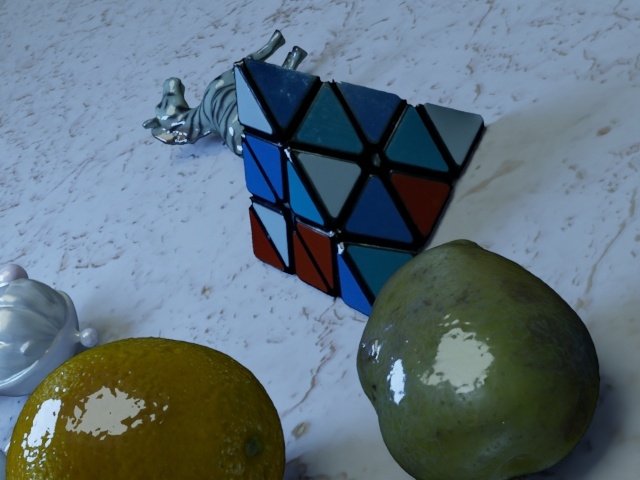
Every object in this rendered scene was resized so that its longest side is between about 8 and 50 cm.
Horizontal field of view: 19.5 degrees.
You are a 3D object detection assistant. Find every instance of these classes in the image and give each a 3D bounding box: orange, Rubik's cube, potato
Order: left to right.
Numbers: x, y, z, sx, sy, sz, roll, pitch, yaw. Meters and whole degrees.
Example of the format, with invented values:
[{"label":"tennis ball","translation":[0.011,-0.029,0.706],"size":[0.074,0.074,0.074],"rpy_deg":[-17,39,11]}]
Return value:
[{"label":"orange","translation":[-0.148,0.186,1.566],"size":[0.236,0.236,0.236],"rpy_deg":[-29,29,18]},{"label":"Rubik's cube","translation":[0.000,0.000,1.840],"size":[0.234,0.284,0.250],"rpy_deg":[-36,55,50]},{"label":"potato","translation":[0.117,0.091,1.459],"size":[0.174,0.159,0.251],"rpy_deg":[-14,40,-8]}]

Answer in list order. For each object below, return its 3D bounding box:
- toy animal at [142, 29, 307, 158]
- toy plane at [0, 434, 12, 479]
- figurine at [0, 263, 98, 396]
[{"label":"toy animal","translation":[-0.086,-0.169,2.171],"size":[0.170,0.090,0.255],"rpy_deg":[-53,28,-16]},{"label":"toy plane","translation":[-0.309,0.270,1.762],"size":[0.251,0.101,0.255],"rpy_deg":[-33,32,11]},{"label":"figurine","translation":[-0.357,0.122,2.020],"size":[0.257,0.144,0.182],"rpy_deg":[-16,15,41]}]
